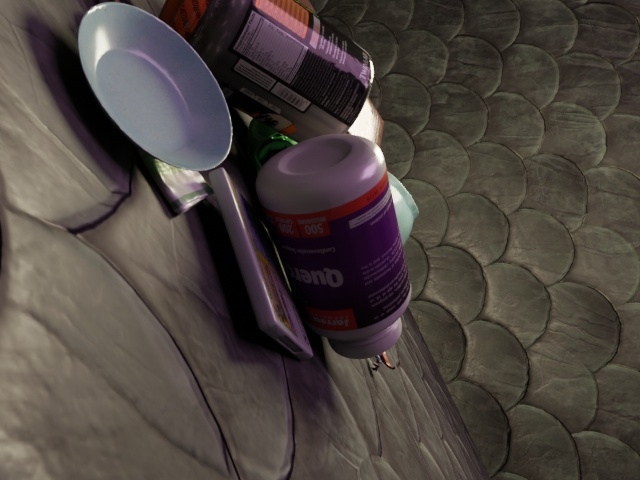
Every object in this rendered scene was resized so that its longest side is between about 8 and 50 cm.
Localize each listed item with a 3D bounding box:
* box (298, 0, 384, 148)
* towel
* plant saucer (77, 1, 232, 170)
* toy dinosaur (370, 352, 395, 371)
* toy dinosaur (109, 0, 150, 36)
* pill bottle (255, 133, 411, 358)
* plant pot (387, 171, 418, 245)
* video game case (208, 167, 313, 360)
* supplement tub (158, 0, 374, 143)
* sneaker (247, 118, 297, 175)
[{"bbox_3d":[-0.018,-0.305,1.159,0.381,0.143,0.191,51,37,-36],"label":"box"},{"bbox_3d":[-0.177,-0.106,0.629,0.152,0.023,0.113,61,9,-9],"label":"towel"},{"bbox_3d":[-0.175,-0.153,0.587,0.195,0.037,0.195,37,39,-38],"label":"plant saucer"},{"bbox_3d":[0.127,0.239,1.201,0.047,0.090,0.082,75,29,-49],"label":"toy dinosaur"},{"bbox_3d":[-0.233,-0.249,0.673,0.211,0.064,0.112,64,-3,1],"label":"toy dinosaur"},{"bbox_3d":[0.032,0.019,0.829,0.181,0.181,0.323,-102,175,-59],"label":"pill bottle"},{"bbox_3d":[0.160,-0.082,1.636,0.293,0.196,0.293,51,-5,7],"label":"plant pot"},{"bbox_3d":[-0.073,0.038,0.716,0.193,0.023,0.212,63,5,-65],"label":"video game case"},{"bbox_3d":[-0.087,-0.293,0.883,0.316,0.193,0.193,25,29,-31],"label":"supplement tub"},{"bbox_3d":[-0.067,-0.145,1.001,0.123,0.109,0.295,91,-16,-49],"label":"sneaker"}]
